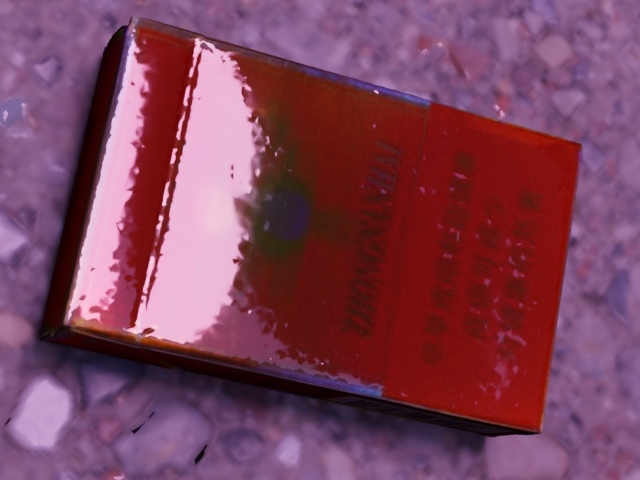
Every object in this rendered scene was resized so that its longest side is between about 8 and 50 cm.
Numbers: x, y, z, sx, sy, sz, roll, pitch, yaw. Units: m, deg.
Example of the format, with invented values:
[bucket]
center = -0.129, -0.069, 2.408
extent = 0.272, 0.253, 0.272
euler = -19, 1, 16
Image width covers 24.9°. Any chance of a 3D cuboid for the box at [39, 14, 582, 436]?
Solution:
[box]
center = -0.001, 0.000, 0.513
extent = 0.175, 0.048, 0.112
euler = 15, 77, -16
